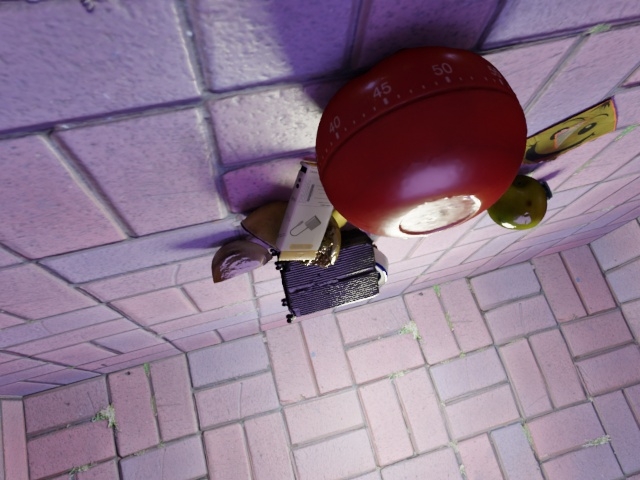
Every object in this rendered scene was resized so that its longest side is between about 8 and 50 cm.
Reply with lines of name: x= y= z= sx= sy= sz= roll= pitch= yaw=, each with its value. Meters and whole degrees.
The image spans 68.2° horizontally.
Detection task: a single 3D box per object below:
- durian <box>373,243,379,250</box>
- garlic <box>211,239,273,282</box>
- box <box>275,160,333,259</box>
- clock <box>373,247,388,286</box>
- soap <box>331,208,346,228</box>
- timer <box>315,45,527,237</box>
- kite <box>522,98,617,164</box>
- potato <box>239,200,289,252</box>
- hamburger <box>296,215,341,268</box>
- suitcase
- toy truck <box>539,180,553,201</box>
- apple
durian: x=0.188 y=0.048 z=1.856 sx=0.091 sy=0.080 sz=0.080 roll=-14 pitch=166 yaw=32
garlic: x=-0.248 y=0.050 z=1.419 sx=0.196 sy=0.101 sz=0.087 roll=-23 pitch=-166 yaw=-2
box: x=-0.028 y=-0.067 z=1.142 sx=0.129 sy=0.033 sz=0.247 roll=1 pitch=117 yaw=-45
clock: x=0.145 y=0.100 z=1.808 sx=0.231 sy=0.083 sz=0.230 roll=11 pitch=147 yaw=7
soap: x=0.060 y=-0.077 z=1.426 sx=0.089 sy=0.033 sz=0.168 roll=-2 pitch=158 yaw=-25
timer: x=0.180 y=-0.164 z=0.877 sx=0.378 sy=0.279 sz=0.378 roll=-13 pitch=161 yaw=-4
kite: x=0.723 y=-0.306 z=1.366 sx=0.378 sy=0.013 sz=0.327 roll=-12 pitch=161 yaw=-13
potato: x=-0.101 y=-0.044 z=1.237 sx=0.202 sy=0.182 sz=0.117 roll=29 pitch=101 yaw=-37
hamburger: x=0.000 y=0.000 z=1.364 sx=0.131 sy=0.159 sz=0.185 roll=8 pitch=-173 yaw=-15
suitcase: x=0.019 y=0.112 z=1.593 sx=0.335 sy=0.229 sz=0.152 roll=-14 pitch=-157 yaw=-9
toy truck: x=0.760 y=-0.150 z=1.760 sx=0.178 sy=0.080 sz=0.115 roll=-21 pitch=167 yaw=18
apple: x=0.650 y=-0.128 z=1.564 sx=0.197 sy=0.196 sz=0.156 roll=-14 pitch=127 yaw=-9
